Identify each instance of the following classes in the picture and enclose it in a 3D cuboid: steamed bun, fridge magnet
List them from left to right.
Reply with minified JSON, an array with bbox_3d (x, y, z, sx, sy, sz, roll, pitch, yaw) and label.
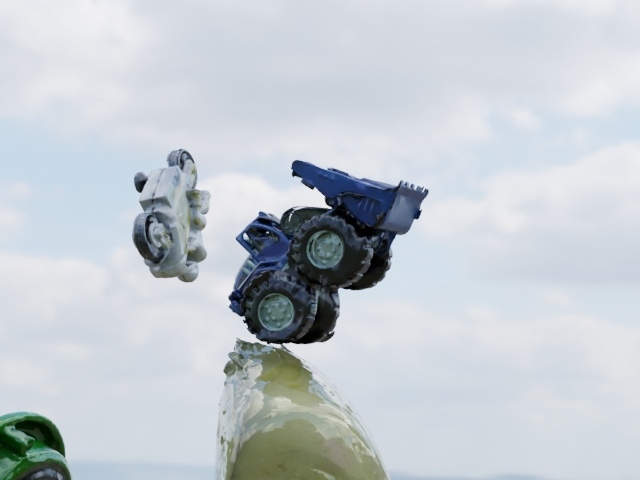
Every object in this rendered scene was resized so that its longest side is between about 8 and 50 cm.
[{"bbox_3d":[-0.332,0.274,1.644,0.088,0.208,0.208,25,1,26],"label":"fridge magnet"},{"bbox_3d":[-0.018,0.239,1.545,0.166,0.273,0.232,1,11,-6],"label":"steamed bun"}]

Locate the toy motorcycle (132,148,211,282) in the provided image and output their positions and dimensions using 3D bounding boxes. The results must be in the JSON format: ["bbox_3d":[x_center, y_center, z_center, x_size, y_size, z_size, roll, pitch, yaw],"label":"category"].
[{"bbox_3d":[-0.191,-0.019,2.109,0.074,0.151,0.228,-12,29,18],"label":"toy motorcycle"}]

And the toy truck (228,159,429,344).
[{"bbox_3d":[0.000,0.000,1.540,0.208,0.126,0.113,-47,-15,9],"label":"toy truck"}]
